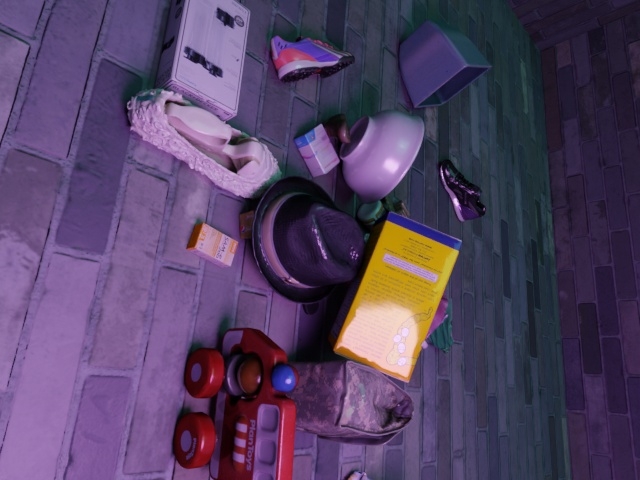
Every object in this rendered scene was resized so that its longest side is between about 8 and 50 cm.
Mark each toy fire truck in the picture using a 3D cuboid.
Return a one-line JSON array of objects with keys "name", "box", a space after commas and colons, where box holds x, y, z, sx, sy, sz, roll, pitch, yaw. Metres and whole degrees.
[{"name": "toy fire truck", "box": [-0.136, 0.323, 0.887, 0.169, 0.254, 0.302, 21, 67, -43]}]

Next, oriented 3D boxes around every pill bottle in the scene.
[{"name": "pill bottle", "box": [0.190, -0.053, 1.442, 0.152, 0.086, 0.086, 47, 51, -30]}]

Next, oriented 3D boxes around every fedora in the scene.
[{"name": "fedora", "box": [0.000, 0.000, 1.096, 0.334, 0.153, 0.334, -1, 91, -47]}]

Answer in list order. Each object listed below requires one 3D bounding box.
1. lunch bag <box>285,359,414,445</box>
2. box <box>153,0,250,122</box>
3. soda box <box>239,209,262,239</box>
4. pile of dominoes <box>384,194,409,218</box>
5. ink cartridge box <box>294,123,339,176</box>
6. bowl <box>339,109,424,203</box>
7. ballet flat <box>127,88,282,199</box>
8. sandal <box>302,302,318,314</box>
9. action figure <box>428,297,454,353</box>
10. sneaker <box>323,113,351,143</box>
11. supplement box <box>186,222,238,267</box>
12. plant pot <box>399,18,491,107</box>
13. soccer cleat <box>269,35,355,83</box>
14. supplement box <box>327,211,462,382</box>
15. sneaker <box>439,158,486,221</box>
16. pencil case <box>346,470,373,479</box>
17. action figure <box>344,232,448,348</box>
[{"name": "lunch bag", "box": [0.057, 0.391, 1.093, 0.287, 0.235, 0.169, 30, 58, -40]}, {"name": "box", "box": [-0.263, -0.430, 1.038, 0.169, 0.087, 0.289, 18, 68, -44]}, {"name": "soda box", "box": [-0.112, -0.034, 1.135, 0.181, 0.058, 0.061, 4, 79, -47]}, {"name": "pile of dominoes", "box": [0.268, -0.067, 1.469, 0.196, 0.040, 0.251, 57, 14, -20]}, {"name": "ink cartridge box", "box": [-0.009, -0.254, 1.297, 0.088, 0.052, 0.122, -45, 113, -42]}, {"name": "bowl", "box": [0.148, -0.265, 1.319, 0.134, 0.298, 0.297, 29, 60, -21]}, {"name": "ballet flat", "box": [-0.215, -0.201, 1.008, 0.409, 0.147, 0.147, 23, 65, -43]}, {"name": "sandal", "box": [-0.041, 0.108, 1.202, 0.067, 0.040, 0.179, -17, 109, -42]}, {"name": "action figure", "box": [0.412, 0.299, 1.597, 0.063, 0.137, 0.232, -50, 127, -55]}, {"name": "sneaker", "box": [0.045, -0.310, 1.303, 0.188, 0.071, 0.066, -87, 160, -64]}, {"name": "supplement box", "box": [-0.236, 0.011, 1.008, 0.098, 0.036, 0.062, 33, 60, -38]}, {"name": "plant pot", "box": [0.447, -0.690, 1.752, 0.247, 0.248, 0.252, -21, 81, -47]}, {"name": "soccer cleat", "box": [-0.014, -0.535, 1.318, 0.318, 0.109, 0.116, -29, 99, -44]}, {"name": "supplement box", "box": [0.177, 0.135, 1.150, 0.195, 0.194, 0.356, 23, 86, -1]}, {"name": "sneaker", "box": [0.594, -0.218, 1.880, 0.107, 0.124, 0.283, -49, 116, -42]}, {"name": "pencil case", "box": [0.177, 0.677, 1.138, 0.113, 0.273, 0.124, 45, 59, -40]}, {"name": "action figure", "box": [0.208, 0.157, 1.393, 0.370, 0.248, 0.275, 9, 115, -35]}]
